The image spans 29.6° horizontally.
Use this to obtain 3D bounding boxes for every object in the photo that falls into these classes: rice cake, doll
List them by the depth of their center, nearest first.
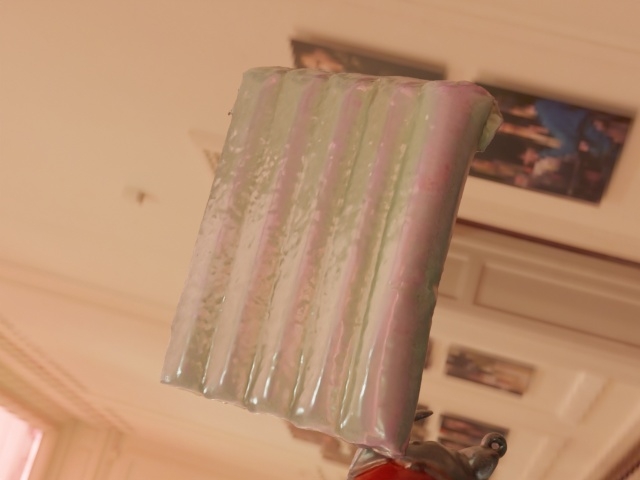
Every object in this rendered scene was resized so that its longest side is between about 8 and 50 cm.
[{"bbox_3d":[0.000,0.000,0.641,0.037,0.189,0.198,29,-103,-45],"label":"rice cake"},{"bbox_3d":[0.037,0.180,0.748,0.195,0.104,0.062,-35,-13,-8],"label":"doll"}]
